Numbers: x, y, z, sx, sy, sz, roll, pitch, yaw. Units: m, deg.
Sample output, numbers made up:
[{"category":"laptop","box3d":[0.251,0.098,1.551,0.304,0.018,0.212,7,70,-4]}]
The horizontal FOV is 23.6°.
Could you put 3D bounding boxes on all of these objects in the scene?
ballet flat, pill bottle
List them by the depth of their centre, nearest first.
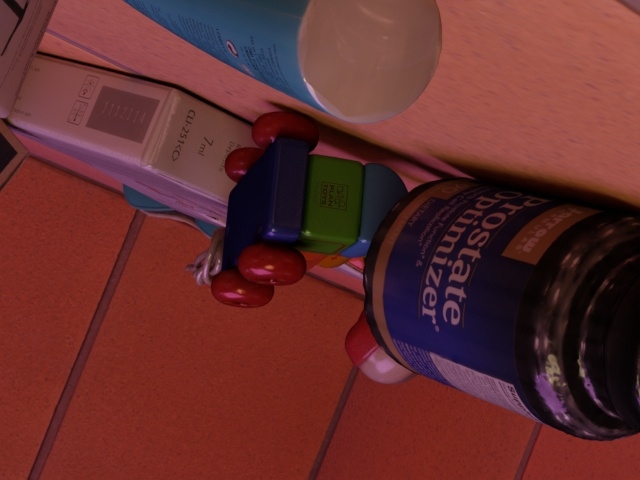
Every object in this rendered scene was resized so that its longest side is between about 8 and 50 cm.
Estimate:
[{"category":"pill bottle","box3d":[0.130,0.038,0.834,0.123,0.123,0.219,24,176,-34]},{"category":"ballet flat","box3d":[-0.100,-0.048,1.468,0.086,0.086,0.248,24,177,-38]}]

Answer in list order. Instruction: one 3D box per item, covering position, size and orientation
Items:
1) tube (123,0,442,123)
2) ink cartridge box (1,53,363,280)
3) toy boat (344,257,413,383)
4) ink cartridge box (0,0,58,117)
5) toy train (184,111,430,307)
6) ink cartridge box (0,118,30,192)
[{"category":"tube","box3d":[-0.031,-0.086,0.565,0.080,0.052,0.207,30,178,-32]},{"category":"ink cartridge box","box3d":[-0.116,-0.066,1.234,0.261,0.066,0.296,26,176,-42]},{"category":"toy boat","box3d":[0.070,0.040,1.405,0.151,0.151,0.231,52,180,8]},{"category":"ink cartridge box","box3d":[-0.196,-0.124,0.631,0.148,0.086,0.203,22,178,-1]},{"category":"toy train","box3d":[0.000,0.000,1.037,0.143,0.105,0.248,9,166,-13]},{"category":"ink cartridge box","box3d":[-0.366,-0.125,1.197,0.234,0.088,0.193,21,156,40]}]
